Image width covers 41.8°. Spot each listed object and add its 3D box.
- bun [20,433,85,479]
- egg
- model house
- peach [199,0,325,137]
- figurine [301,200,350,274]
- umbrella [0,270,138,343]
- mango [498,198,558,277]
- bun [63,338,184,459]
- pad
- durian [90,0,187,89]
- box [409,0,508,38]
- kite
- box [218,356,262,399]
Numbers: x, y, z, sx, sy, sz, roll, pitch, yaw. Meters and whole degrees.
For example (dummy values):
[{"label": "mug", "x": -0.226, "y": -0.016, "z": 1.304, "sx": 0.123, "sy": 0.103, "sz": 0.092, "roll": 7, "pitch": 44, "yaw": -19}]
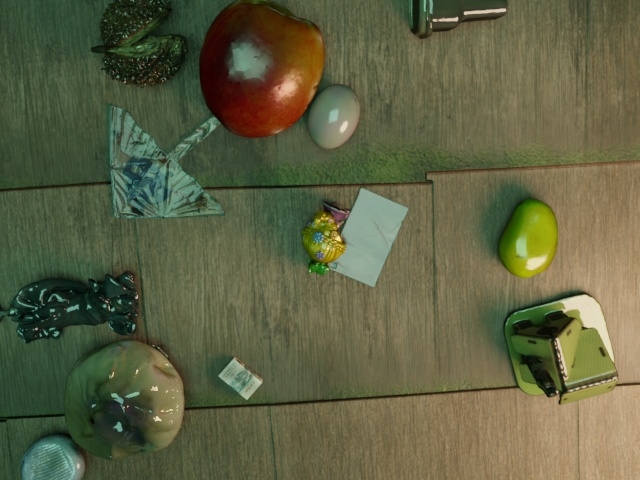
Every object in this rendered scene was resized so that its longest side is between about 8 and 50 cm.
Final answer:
[{"label": "bun", "x": -0.587, "y": 0.496, "z": 1.846, "sx": 0.140, "sy": 0.083, "sz": 0.141, "roll": 0, "pitch": 89, "yaw": 1}, {"label": "egg", "x": 0.026, "y": -0.251, "z": 1.702, "sx": 0.103, "sy": 0.103, "sz": 0.135, "roll": 22, "pitch": 100, "yaw": -2}, {"label": "model house", "x": 0.511, "y": 0.250, "z": 1.688, "sx": 0.218, "sy": 0.279, "sz": 0.205, "roll": -17, "pitch": 100, "yaw": 5}, {"label": "peach", "x": -0.132, "y": -0.333, "z": 1.658, "sx": 0.248, "sy": 0.245, "sz": 0.275, "roll": 28, "pitch": 113, "yaw": 26}, {"label": "figurine", "x": 0.000, "y": 0.000, "z": 1.740, "sx": 0.094, "sy": 0.115, "sz": 0.156, "roll": 30, "pitch": 105, "yaw": 24}, {"label": "umbrella", "x": -0.558, "y": 0.148, "z": 1.785, "sx": 0.348, "sy": 0.094, "sz": 0.143, "roll": -5, "pitch": 95, "yaw": 4}, {"label": "mango", "x": 0.439, "y": 0.000, "z": 1.742, "sx": 0.117, "sy": 0.089, "sz": 0.163, "roll": 25, "pitch": 98, "yaw": -3}, {"label": "bun", "x": -0.424, "y": 0.345, "z": 1.778, "sx": 0.272, "sy": 0.168, "sz": 0.273, "roll": 1, "pitch": 107, "yaw": 2}, {"label": "pad", "x": 0.101, "y": -0.006, "z": 1.790, "sx": 0.113, "sy": 0.006, "sz": 0.188, "roll": 23, "pitch": 97, "yaw": -1}, {"label": "durian", "x": -0.367, "y": -0.395, "z": 1.661, "sx": 0.196, "sy": 0.167, "sz": 0.196, "roll": 2, "pitch": 101, "yaw": 10}, {"label": "box", "x": 0.269, "y": -0.539, "z": 1.641, "sx": 0.178, "sy": 0.138, "sz": 0.274, "roll": -2, "pitch": 99, "yaw": -3}, {"label": "kite", "x": -0.333, "y": -0.160, "z": 1.771, "sx": 0.314, "sy": 0.011, "sz": 0.335, "roll": -44, "pitch": 96, "yaw": 7}, {"label": "box", "x": -0.175, "y": 0.301, "z": 1.835, "sx": 0.083, "sy": 0.024, "sz": 0.054, "roll": 40, "pitch": 96, "yaw": -5}]
